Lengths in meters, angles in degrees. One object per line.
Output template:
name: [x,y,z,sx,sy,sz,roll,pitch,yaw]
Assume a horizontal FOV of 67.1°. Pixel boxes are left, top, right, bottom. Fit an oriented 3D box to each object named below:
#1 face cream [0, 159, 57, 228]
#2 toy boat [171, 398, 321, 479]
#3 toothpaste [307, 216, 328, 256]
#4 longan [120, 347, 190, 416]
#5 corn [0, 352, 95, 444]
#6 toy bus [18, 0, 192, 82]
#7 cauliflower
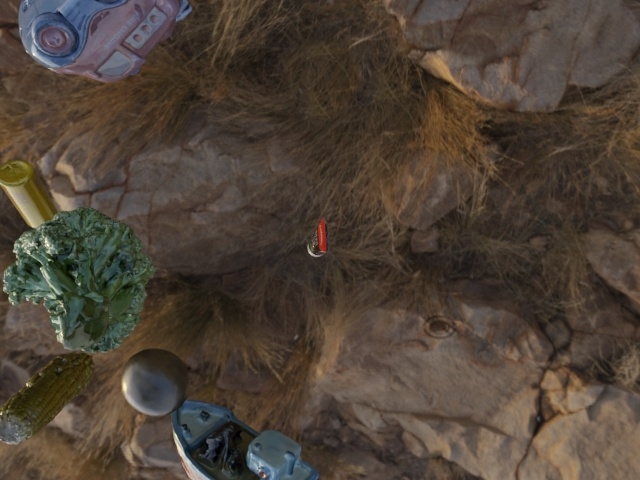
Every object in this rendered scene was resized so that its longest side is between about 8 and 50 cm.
face cream: [-0.711,-0.087,1.205,0.078,0.078,0.273,15,148,0]
toy boat: [-0.150,0.388,0.885,0.332,0.145,0.133,21,112,25]
toothpaste: [0.000,0.000,1.050,0.045,0.193,0.071,-2,83,-5]
longan: [-0.254,0.221,0.747,0.106,0.106,0.119,18,143,-2]
corn: [-0.542,0.304,0.966,0.097,0.320,0.097,-1,97,-6]
toy bus: [-0.406,-0.432,0.919,0.294,0.197,0.232,-40,150,14]
cauliflower: [-0.440,0.090,0.904,0.275,0.250,0.272,33,105,-36]
